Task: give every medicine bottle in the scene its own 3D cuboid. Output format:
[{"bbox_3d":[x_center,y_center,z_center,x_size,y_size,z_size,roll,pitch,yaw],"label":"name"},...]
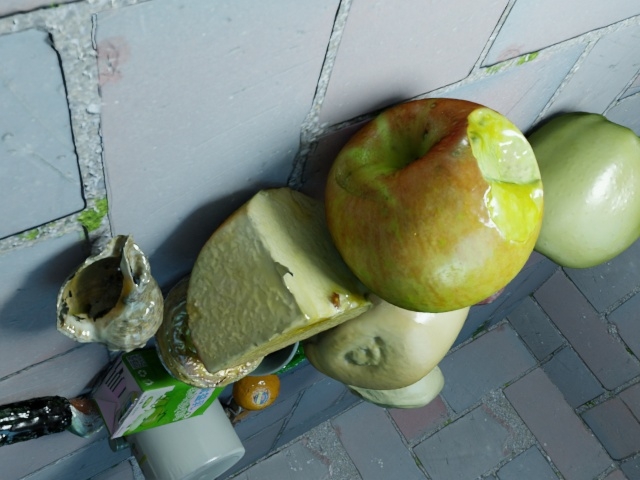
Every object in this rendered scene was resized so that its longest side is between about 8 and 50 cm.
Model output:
[{"bbox_3d":[-0.499,0.510,1.715,0.083,0.047,0.047,-10,149,-46],"label":"medicine bottle"},{"bbox_3d":[-0.337,0.474,1.612,0.238,0.231,0.238,-28,159,-12],"label":"medicine bottle"}]

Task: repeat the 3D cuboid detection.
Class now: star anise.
[{"bbox_3d":[-0.307,0.552,2.050,0.197,0.073,0.212,-35,157,-6],"label":"star anise"}]

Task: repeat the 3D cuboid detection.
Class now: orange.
[{"bbox_3d":[-0.182,0.411,1.863,0.136,0.117,0.135,-6,108,-21],"label":"orange"}]

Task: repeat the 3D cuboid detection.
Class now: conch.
[{"bbox_3d":[-0.298,0.081,0.949,0.155,0.130,0.207,-33,154,-43],"label":"conch"}]

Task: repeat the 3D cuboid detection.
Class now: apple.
[{"bbox_3d":[0.593,-0.120,1.527,0.357,0.357,0.357,-29,159,-12],"label":"apple"},{"bbox_3d":[-0.048,0.075,1.105,0.309,0.252,0.313,-12,117,-65],"label":"apple"},{"bbox_3d":[0.179,-0.049,1.048,0.340,0.339,0.339,-29,159,-12],"label":"apple"}]

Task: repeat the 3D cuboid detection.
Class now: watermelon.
[{"bbox_3d":[-0.478,0.363,1.402,0.139,0.071,0.187,-33,159,-13],"label":"watermelon"}]

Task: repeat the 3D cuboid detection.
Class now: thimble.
[{"bbox_3d":[-0.101,0.289,1.748,0.130,0.090,0.118,-40,156,13],"label":"thimble"}]

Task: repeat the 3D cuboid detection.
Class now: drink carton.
[{"bbox_3d":[-0.329,0.304,1.403,0.271,0.108,0.161,2,132,-55],"label":"drink carton"}]

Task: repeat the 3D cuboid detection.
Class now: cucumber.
[{"bbox_3d":[-0.585,0.333,1.166,0.081,0.072,0.303,-45,156,28],"label":"cucumber"}]

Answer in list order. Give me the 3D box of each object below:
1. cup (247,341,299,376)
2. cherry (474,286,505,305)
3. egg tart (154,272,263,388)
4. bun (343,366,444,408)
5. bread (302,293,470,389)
[{"bbox_3d":[-0.115,0.158,1.359,0.199,0.199,0.150,-41,176,18],"label":"cup"},{"bbox_3d":[0.432,0.083,1.907,0.286,0.212,0.236,-17,145,23],"label":"cherry"},{"bbox_3d":[-0.197,0.157,1.225,0.234,0.234,0.094,-23,-160,-26],"label":"egg tart"},{"bbox_3d":[0.145,0.330,1.794,0.202,0.364,0.364,-51,161,-10],"label":"bun"},{"bbox_3d":[0.167,0.124,1.412,0.348,0.253,0.376,-37,-161,44],"label":"bread"}]
